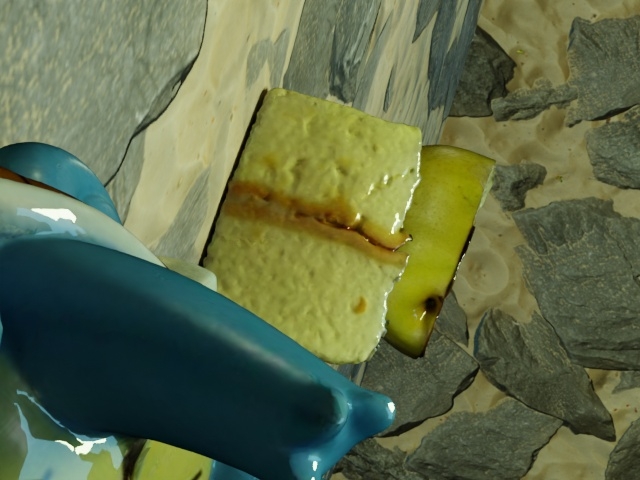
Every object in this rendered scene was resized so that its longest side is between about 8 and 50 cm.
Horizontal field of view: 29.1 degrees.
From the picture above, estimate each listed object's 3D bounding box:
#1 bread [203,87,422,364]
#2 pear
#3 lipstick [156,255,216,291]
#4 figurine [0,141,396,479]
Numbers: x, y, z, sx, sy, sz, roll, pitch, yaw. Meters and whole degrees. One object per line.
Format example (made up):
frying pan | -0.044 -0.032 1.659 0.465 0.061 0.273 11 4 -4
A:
bread | 0.000 0.000 1.142 0.135 0.178 0.240 45 62 -79
pear | 0.134 0.003 1.939 0.386 0.191 0.340 -52 163 -66
lipstick | -0.134 0.071 0.781 0.253 0.078 0.077 -51 154 -71
figurine | -0.116 0.067 0.442 0.416 0.297 0.243 -8 83 -83
